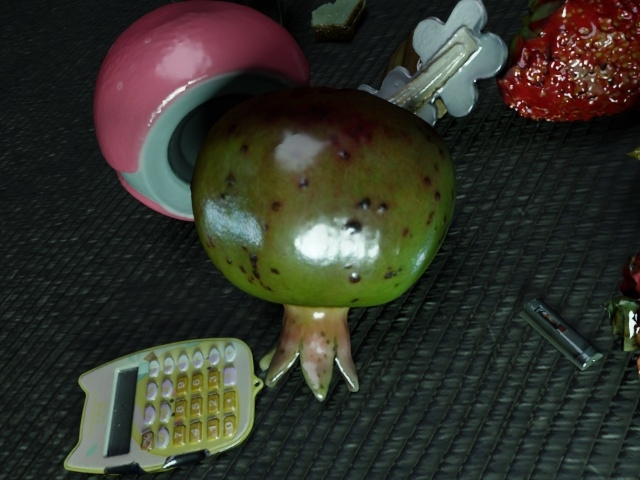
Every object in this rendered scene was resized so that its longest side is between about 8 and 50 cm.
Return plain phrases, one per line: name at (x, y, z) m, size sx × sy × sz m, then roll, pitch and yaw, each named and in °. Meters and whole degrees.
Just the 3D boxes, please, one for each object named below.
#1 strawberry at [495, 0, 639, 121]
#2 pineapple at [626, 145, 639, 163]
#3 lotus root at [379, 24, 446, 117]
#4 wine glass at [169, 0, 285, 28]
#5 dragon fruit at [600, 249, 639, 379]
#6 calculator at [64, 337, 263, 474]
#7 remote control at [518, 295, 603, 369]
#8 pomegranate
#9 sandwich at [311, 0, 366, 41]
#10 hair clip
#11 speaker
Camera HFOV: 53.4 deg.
strawberry at (0.323, -0.228, 0.785) m, size 0.202 × 0.184 × 0.186 m, roll 28°, pitch 68°, yaw 10°
pineapple at (0.471, -0.083, 0.660) m, size 0.250 × 0.140 × 0.164 m, roll -30°, pitch 88°, yaw 18°
lotus root at (0.148, -0.242, 0.915) m, size 0.160 × 0.095 × 0.135 m, roll 0°, pitch 57°, yaw 30°
wine glass at (-0.068, -0.544, 1.148) m, size 0.267 × 0.267 × 0.406 m, roll 16°, pitch 57°, yaw 32°
dragon fruit at (0.383, 0.063, 0.486) m, size 0.244 × 0.244 × 0.299 m, roll -43°, pitch 42°, yaw -13°
calculator at (-0.178, 0.193, 0.743) m, size 0.237 × 0.033 × 0.157 m, roll -13°, pitch 49°, yaw 9°
remote control at (0.245, 0.093, 0.654) m, size 0.034 × 0.016 × 0.091 m, roll -32°, pitch 48°, yaw -11°
pomegranate at (0.015, -0.013, 0.715) m, size 0.291 × 0.323 × 0.291 m, roll -12°, pitch 18°, yaw 4°
sandwich at (0.031, -0.395, 1.120) m, size 0.093 × 0.035 × 0.104 m, roll 14°, pitch 59°, yaw 32°
hair clip at (0.127, -0.195, 0.830) m, size 0.257 × 0.075 × 0.146 m, roll -40°, pitch 62°, yaw 25°
speaker at (-0.149, -0.173, 0.835) m, size 0.294 × 0.294 × 0.294 m, roll -12°, pitch 50°, yaw 14°
